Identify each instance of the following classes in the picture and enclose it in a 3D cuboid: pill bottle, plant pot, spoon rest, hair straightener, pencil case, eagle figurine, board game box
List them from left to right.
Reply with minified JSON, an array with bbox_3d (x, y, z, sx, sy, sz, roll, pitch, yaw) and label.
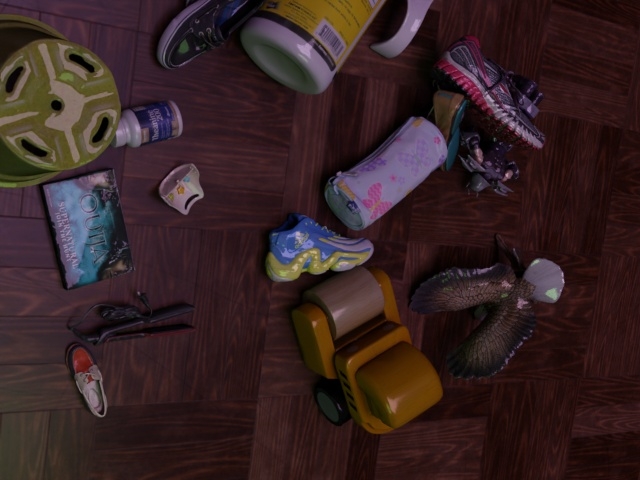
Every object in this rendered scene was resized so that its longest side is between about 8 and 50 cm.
[{"bbox_3d":[-0.424,-0.202,1.281,0.276,0.254,0.276,-7,103,-34],"label":"plant pot"},{"bbox_3d":[-0.396,-0.020,1.474,0.126,0.026,0.186,-18,109,-30],"label":"board game box"},{"bbox_3d":[-0.333,0.133,1.542,0.230,0.047,0.089,-4,101,-29],"label":"hair straightener"},{"bbox_3d":[-0.303,-0.197,1.478,0.120,0.067,0.067,-19,109,-30],"label":"pill bottle"},{"bbox_3d":[0.015,-0.448,1.573,0.188,0.188,0.334,41,75,-32],"label":"pill bottle"},{"bbox_3d":[0.134,-0.139,1.759,0.273,0.113,0.124,-38,97,-22],"label":"pencil case"},{"bbox_3d":[0.187,-0.506,1.742,0.137,0.084,0.276,20,88,-35],"label":"spoon rest"},{"bbox_3d":[0.381,0.148,1.939,0.298,0.226,0.225,-28,134,-32],"label":"eagle figurine"}]

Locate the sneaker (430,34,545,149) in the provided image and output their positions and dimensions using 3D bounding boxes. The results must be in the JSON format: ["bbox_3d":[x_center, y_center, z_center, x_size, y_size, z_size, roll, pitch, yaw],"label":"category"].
[{"bbox_3d":[0.369,-0.297,1.793,0.299,0.121,0.112,40,84,-22],"label":"sneaker"}]

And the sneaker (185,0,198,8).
[{"bbox_3d":[-0.155,-0.488,1.528,0.237,0.086,0.085,-47,150,-4],"label":"sneaker"}]

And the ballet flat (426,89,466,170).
[{"bbox_3d":[0.259,-0.237,1.823,0.080,0.073,0.232,-57,163,-28],"label":"ballet flat"}]

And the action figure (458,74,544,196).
[{"bbox_3d":[0.403,-0.223,1.939,0.185,0.099,0.285,34,83,-41],"label":"action figure"}]

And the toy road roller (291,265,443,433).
[{"bbox_3d":[0.109,0.232,1.732,0.202,0.240,0.329,-28,113,-27],"label":"toy road roller"}]

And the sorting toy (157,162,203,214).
[{"bbox_3d":[-0.247,-0.087,1.555,0.083,0.045,0.075,-49,129,-17],"label":"sorting toy"}]

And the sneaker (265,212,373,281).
[{"bbox_3d":[0.000,0.000,1.707,0.240,0.091,0.126,-15,107,-30],"label":"sneaker"}]

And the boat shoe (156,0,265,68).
[{"bbox_3d":[-0.180,-0.369,1.483,0.228,0.076,0.080,-40,145,-1],"label":"boat shoe"}]

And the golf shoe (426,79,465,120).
[{"bbox_3d":[0.285,-0.341,1.849,0.086,0.067,0.186,18,89,-34],"label":"golf shoe"}]

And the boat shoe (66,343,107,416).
[{"bbox_3d":[-0.405,0.245,1.508,0.049,0.043,0.137,-21,109,-27],"label":"boat shoe"}]
